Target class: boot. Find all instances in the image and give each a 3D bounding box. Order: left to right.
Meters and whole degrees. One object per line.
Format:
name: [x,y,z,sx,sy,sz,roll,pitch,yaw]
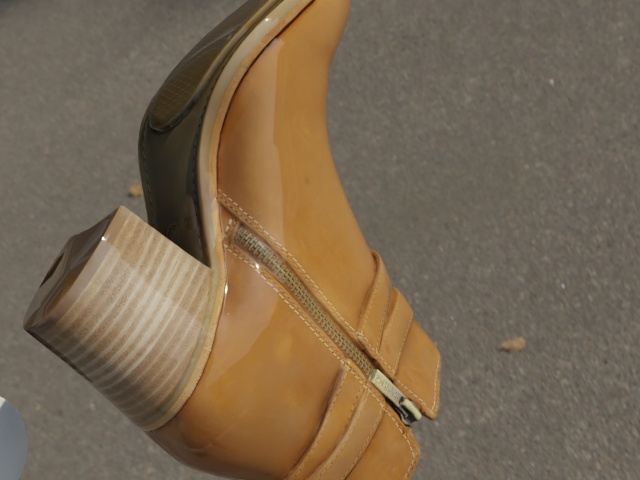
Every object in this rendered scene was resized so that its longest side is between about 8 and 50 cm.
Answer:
boot: [0.000,0.000,0.567,0.109,0.220,0.283,-21,37,50]

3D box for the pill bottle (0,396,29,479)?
pill bottle: [-0.247,0.116,0.619,0.160,0.087,0.087,2,55,41]
